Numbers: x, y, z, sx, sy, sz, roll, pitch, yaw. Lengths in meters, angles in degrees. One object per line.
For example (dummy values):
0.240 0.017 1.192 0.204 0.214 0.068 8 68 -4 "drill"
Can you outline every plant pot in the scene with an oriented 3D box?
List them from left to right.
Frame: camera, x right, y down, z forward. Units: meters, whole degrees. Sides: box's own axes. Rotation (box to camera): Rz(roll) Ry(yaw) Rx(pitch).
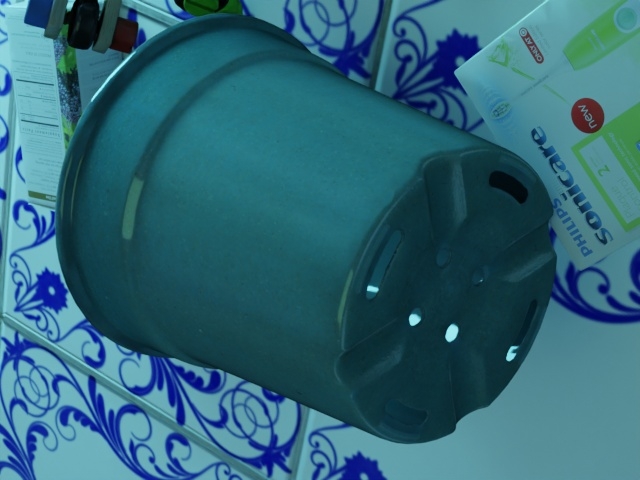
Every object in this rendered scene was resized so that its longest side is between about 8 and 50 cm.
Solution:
0.000 0.000 1.200 0.334 0.341 0.341 24 121 45 "plant pot"

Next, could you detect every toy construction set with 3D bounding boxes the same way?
-0.247 -0.343 1.382 0.309 0.237 0.257 -5 147 3 "toy construction set"

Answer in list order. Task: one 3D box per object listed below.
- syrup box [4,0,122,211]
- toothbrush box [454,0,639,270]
-0.285 -0.157 1.572 0.096 0.093 0.236 10 113 35 "syrup box"
0.285 -0.137 1.117 0.283 0.122 0.206 -35 84 43 "toothbrush box"
